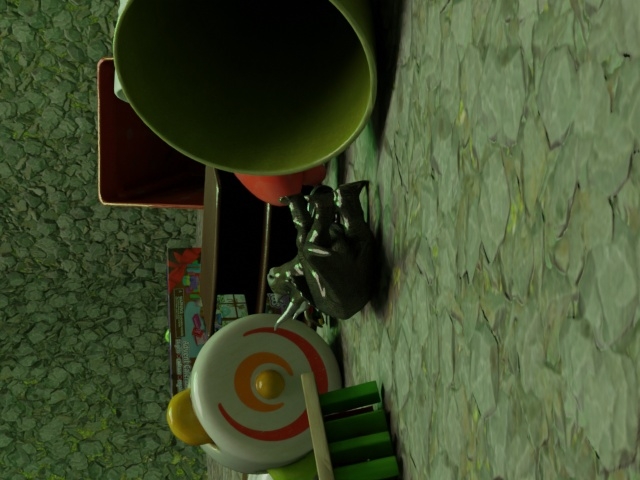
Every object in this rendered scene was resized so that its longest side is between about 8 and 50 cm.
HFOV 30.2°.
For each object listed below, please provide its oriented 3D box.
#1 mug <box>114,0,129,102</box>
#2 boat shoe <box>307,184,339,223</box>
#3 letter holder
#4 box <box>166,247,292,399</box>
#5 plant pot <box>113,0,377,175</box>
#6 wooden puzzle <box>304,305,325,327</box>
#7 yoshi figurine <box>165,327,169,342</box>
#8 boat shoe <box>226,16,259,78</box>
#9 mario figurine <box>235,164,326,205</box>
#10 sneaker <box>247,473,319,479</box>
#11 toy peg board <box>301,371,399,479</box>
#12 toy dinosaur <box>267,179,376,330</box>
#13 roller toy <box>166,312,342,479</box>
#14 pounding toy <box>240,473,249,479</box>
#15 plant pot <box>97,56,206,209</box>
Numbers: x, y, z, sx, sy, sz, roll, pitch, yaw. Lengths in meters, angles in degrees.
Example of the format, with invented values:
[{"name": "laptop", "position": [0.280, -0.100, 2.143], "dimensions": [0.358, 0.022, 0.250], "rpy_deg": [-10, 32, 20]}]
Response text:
[{"name": "mug", "position": [-0.157, -0.372, 1.861], "dimensions": [0.374, 0.276, 0.328], "rpy_deg": [19, -107, -76]}, {"name": "boat shoe", "position": [0.000, 0.000, 1.507], "dimensions": [0.040, 0.049, 0.142], "rpy_deg": [-171, 83, -80]}, {"name": "letter holder", "position": [-0.087, 0.030, 1.730], "dimensions": [0.214, 0.152, 0.302], "rpy_deg": [-104, 16, -48]}, {"name": "box", "position": [-0.145, 0.140, 1.915], "dimensions": [0.057, 0.201, 0.293], "rpy_deg": [100, 165, -51]}, {"name": "plant pot", "position": [-0.056, -0.269, 1.315], "dimensions": [0.274, 0.275, 0.293], "rpy_deg": [99, -178, -45]}, {"name": "wooden puzzle", "position": [-0.013, 0.077, 1.561], "dimensions": [0.116, 0.014, 0.078], "rpy_deg": [22, -129, -77]}, {"name": "yoshi figurine", "position": [-0.176, 0.202, 2.156], "dimensions": [0.362, 0.203, 0.203], "rpy_deg": [152, 111, -83]}, {"name": "boat shoe", "position": [-0.096, -0.247, 1.447], "dimensions": [0.068, 0.072, 0.190], "rpy_deg": [-22, 51, 32]}, {"name": "mario figurine", "position": [-0.021, -0.191, 1.535], "dimensions": [0.198, 0.170, 0.320], "rpy_deg": [41, -130, -54]}, {"name": "sneaker", "position": [-0.032, 0.402, 1.636], "dimensions": [0.152, 0.114, 0.305], "rpy_deg": [37, 126, 44]}, {"name": "toy peg board", "position": [0.041, 0.241, 1.248], "dimensions": [0.161, 0.079, 0.160], "rpy_deg": [-102, -1, -53]}, {"name": "toy dinosaur", "position": [0.019, 0.022, 1.291], "dimensions": [0.313, 0.121, 0.160], "rpy_deg": [-170, 68, -76]}, {"name": "roller toy", "position": [-0.075, 0.194, 1.509], "dimensions": [0.146, 0.209, 0.191], "rpy_deg": [118, 172, -69]}, {"name": "pounding toy", "position": [-0.070, 0.340, 1.794], "dimensions": [0.181, 0.094, 0.206], "rpy_deg": [-115, 26, -66]}, {"name": "plant pot", "position": [-0.231, -0.198, 2.186], "dimensions": [0.236, 0.267, 0.267], "rpy_deg": [-8, -80, -63]}]
